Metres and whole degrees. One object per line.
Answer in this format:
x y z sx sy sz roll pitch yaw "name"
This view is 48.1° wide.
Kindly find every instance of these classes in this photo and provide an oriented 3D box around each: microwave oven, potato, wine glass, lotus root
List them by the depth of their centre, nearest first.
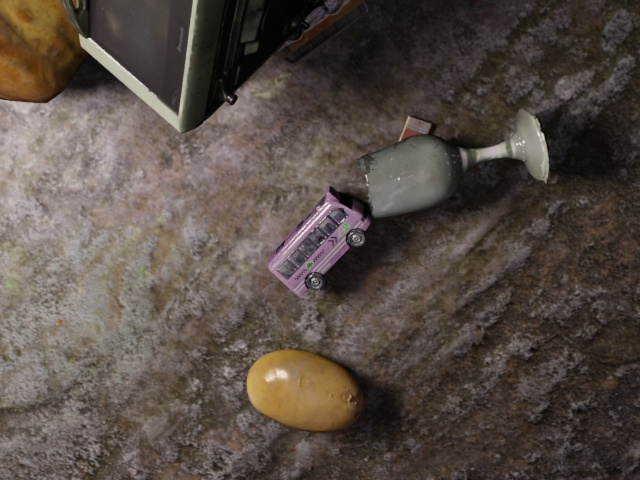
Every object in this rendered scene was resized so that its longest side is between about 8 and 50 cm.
-0.137 -0.386 0.930 0.247 0.333 0.394 36 148 5 "microwave oven"
-0.472 -0.353 1.084 0.316 0.316 0.250 -39 121 11 "lotus root"
0.226 -0.128 1.240 0.321 0.143 0.143 -15 110 -1 "wine glass"
-0.029 0.295 1.401 0.234 0.146 0.150 16 79 -8 "potato"

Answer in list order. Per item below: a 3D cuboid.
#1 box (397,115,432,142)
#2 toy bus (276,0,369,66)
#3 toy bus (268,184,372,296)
0.164 -0.179 1.294 0.046 0.012 0.083 17 110 -9 "box"
-0.004 -0.362 1.196 0.172 0.057 0.072 -35 116 10 "toy bus"
0.000 0.000 1.310 0.108 0.096 0.199 40 107 -11 "toy bus"
